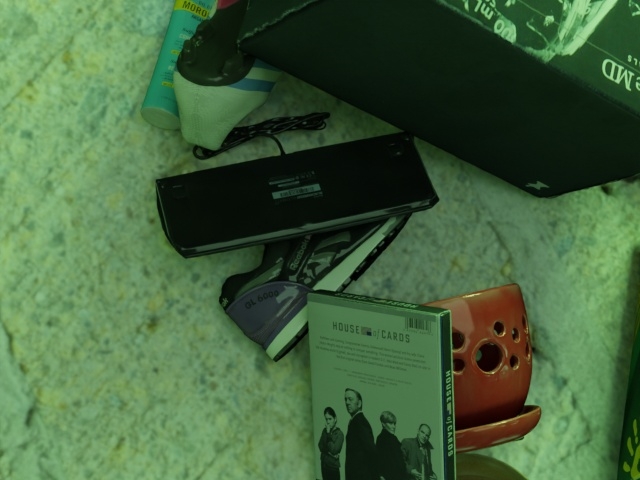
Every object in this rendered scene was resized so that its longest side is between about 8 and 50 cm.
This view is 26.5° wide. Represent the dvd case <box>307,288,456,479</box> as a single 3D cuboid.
[{"bbox_3d":[0.066,0.180,1.493,0.030,0.179,0.238,-17,110,-50],"label":"dvd case"}]

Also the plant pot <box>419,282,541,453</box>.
[{"bbox_3d":[0.152,0.150,1.555,0.191,0.191,0.174,-11,88,-16],"label":"plant pot"}]

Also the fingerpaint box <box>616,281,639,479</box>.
[{"bbox_3d":[0.599,0.155,1.601,0.445,0.163,0.371,14,67,-4],"label":"fingerpaint box"}]

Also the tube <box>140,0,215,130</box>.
[{"bbox_3d":[-0.161,-0.234,1.650,0.080,0.052,0.207,26,66,-21],"label":"tube"}]

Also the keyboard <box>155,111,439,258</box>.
[{"bbox_3d":[-0.037,-0.078,1.600,0.317,0.033,0.201,-11,51,-9],"label":"keyboard"}]

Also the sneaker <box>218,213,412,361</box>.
[{"bbox_3d":[0.000,0.000,1.599,0.124,0.107,0.283,42,71,5],"label":"sneaker"}]

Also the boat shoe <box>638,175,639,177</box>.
[{"bbox_3d":[0.545,-0.074,1.732,0.355,0.130,0.132,28,71,-5],"label":"boat shoe"}]

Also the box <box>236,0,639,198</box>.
[{"bbox_3d":[0.214,-0.365,1.565,0.480,0.297,0.471,23,71,-29],"label":"box"}]

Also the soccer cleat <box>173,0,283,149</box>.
[{"bbox_3d":[-0.087,-0.238,1.637,0.116,0.143,0.331,21,45,13],"label":"soccer cleat"}]

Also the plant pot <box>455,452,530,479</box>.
[{"bbox_3d":[0.158,0.358,1.522,0.236,0.032,0.236,-11,63,23],"label":"plant pot"}]
